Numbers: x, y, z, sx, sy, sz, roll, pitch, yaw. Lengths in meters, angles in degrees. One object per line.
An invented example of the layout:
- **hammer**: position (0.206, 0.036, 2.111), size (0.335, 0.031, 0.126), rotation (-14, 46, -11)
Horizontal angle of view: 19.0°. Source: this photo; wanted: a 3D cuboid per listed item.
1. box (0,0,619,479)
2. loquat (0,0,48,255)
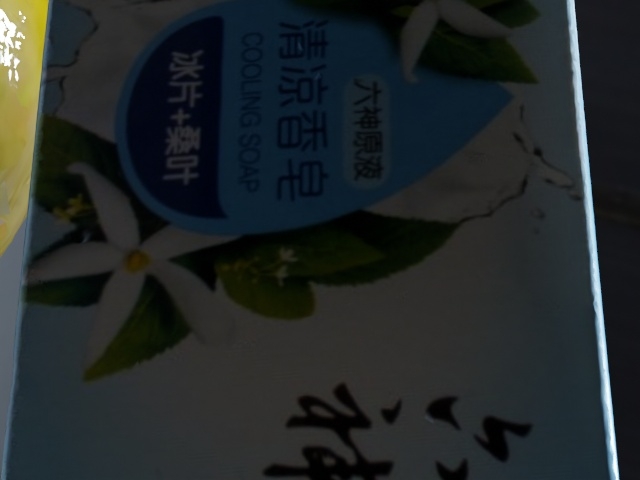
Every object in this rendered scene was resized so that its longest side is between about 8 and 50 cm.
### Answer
- **box**: position (0.000, 0.000, 0.509), size (0.083, 0.142, 0.232), rotation (80, 9, -56)
- **loquat**: position (-0.294, -0.092, 0.934), size (0.328, 0.359, 0.328), rotation (-12, 125, -17)
